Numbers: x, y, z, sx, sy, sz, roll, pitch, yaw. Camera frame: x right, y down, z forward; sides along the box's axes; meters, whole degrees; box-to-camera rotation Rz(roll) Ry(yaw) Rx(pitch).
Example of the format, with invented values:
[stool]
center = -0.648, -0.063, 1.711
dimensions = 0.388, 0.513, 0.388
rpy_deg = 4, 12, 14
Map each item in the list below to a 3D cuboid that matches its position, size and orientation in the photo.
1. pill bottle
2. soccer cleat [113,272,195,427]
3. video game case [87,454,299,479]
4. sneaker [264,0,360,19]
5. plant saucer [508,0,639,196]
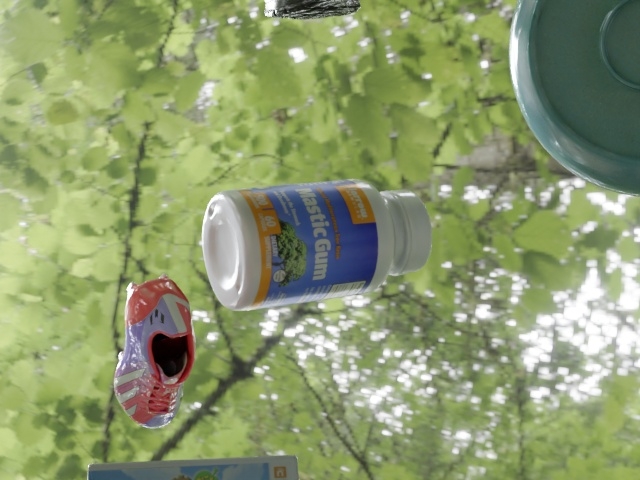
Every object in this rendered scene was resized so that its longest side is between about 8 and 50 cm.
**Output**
[pill bottle]
center = 0.000, 0.000, 1.547
dimensions = 0.272, 0.152, 0.152
rpy_deg = -7, -86, -27
[soccer cleat]
center = -0.180, 0.145, 1.350
dimensions = 0.083, 0.095, 0.248
rpy_deg = -14, -42, -23
[video game case]
center = -0.121, 0.309, 1.185
dimensions = 0.212, 0.023, 0.193
rpy_deg = -1, -118, -9
[sneaker]
center = 0.011, -0.345, 1.480
dimensions = 0.109, 0.286, 0.130
rpy_deg = -7, -89, -28
[plant saucer]
center = 0.339, -0.202, 1.230
dimensions = 0.044, 0.318, 0.317
rpy_deg = -4, -87, -63
